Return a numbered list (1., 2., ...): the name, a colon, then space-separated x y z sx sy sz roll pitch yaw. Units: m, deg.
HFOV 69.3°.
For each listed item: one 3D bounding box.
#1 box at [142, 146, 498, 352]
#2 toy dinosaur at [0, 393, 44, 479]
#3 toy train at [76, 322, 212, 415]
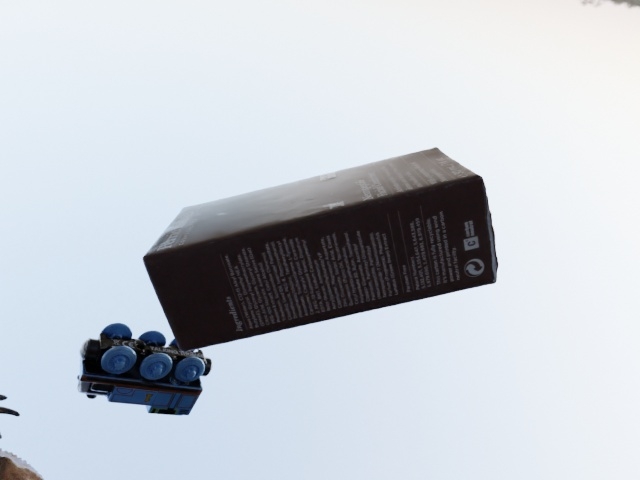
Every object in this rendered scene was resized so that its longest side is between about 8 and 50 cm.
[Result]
1. box: 0.000 0.000 0.598 0.382 0.143 0.191 -15 -159 3
2. toy dinosaur: -0.411 0.288 0.550 0.295 0.127 0.200 49 -155 -20
3. toy train: -0.246 0.184 0.648 0.184 0.105 0.080 20 -165 -35
